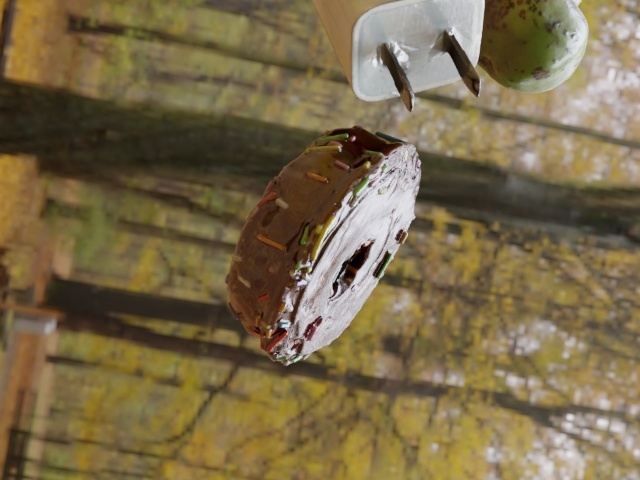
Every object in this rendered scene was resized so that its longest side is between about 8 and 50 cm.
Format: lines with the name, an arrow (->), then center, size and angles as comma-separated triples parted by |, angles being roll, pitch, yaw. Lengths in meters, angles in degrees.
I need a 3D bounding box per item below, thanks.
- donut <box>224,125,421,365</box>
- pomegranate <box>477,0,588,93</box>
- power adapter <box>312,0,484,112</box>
donut -> 0.000, 0.000, 1.224 | 0.235, 0.089, 0.235 | -50, 162, -23
pomegranate -> 0.350, -0.366, 2.206 | 0.248, 0.214, 0.214 | -49, -174, -8
power adapter -> 0.081, -0.199, 1.269 | 0.125, 0.130, 0.205 | 89, -18, -52
